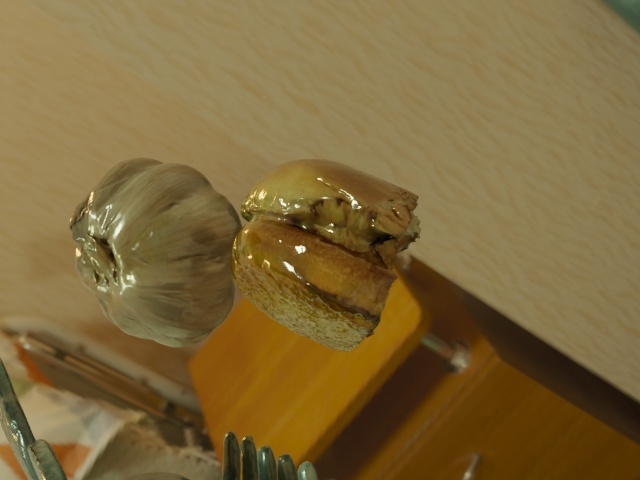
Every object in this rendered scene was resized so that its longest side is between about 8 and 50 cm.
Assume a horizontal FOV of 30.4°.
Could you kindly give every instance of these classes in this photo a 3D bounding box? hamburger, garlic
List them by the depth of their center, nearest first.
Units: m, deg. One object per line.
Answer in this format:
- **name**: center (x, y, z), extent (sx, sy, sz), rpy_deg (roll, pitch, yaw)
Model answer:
- **hamburger**: center (0.000, 0.000, 1.040), extent (0.144, 0.156, 0.283), rpy_deg (-60, 0, -13)
- **garlic**: center (-0.192, 0.015, 1.327), extent (0.228, 0.228, 0.152), rpy_deg (-28, 1, 41)

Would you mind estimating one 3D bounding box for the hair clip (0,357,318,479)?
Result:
- **hair clip**: center (-0.149, 0.286, 1.057), extent (0.318, 0.238, 0.392), rpy_deg (170, 93, -69)
